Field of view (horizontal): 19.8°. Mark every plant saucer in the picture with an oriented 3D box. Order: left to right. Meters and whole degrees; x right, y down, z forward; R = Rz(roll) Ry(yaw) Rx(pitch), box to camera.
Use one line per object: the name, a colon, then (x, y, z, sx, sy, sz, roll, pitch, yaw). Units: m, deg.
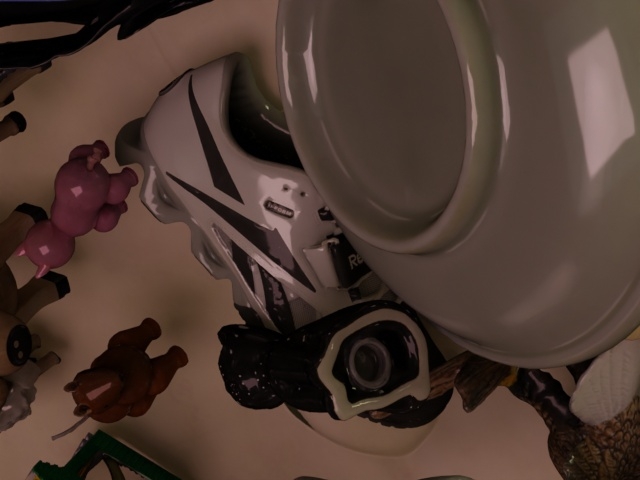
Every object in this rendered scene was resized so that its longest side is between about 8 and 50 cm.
plant saucer: (0.068, -0.105, 1.144, 0.400, 0.100, 0.400, 29, 126, 50)

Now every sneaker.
sneaker: (0.000, 0.000, 1.386, 0.330, 0.122, 0.146, 46, 127, -6)

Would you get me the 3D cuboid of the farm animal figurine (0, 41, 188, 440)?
farm animal figurine: (-0.278, 0.027, 1.441, 0.327, 0.172, 0.330, -5, 117, 49)

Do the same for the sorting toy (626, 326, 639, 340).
sorting toy: (0.296, -0.082, 1.151, 0.089, 0.255, 0.257, 49, 136, 40)

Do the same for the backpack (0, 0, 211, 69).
backpack: (-0.207, -0.227, 1.286, 0.263, 0.276, 0.213, 6, 106, 16)

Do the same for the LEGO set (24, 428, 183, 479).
LEGO set: (-0.153, 0.321, 1.548, 0.331, 0.255, 0.192, 30, 98, -8)

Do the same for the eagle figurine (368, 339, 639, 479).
eagle figurine: (0.219, 0.182, 1.363, 0.226, 0.225, 0.298, -30, 92, 23)

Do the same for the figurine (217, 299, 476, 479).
figurine: (0.015, 0.150, 1.309, 0.209, 0.092, 0.215, -7, 109, 60)
